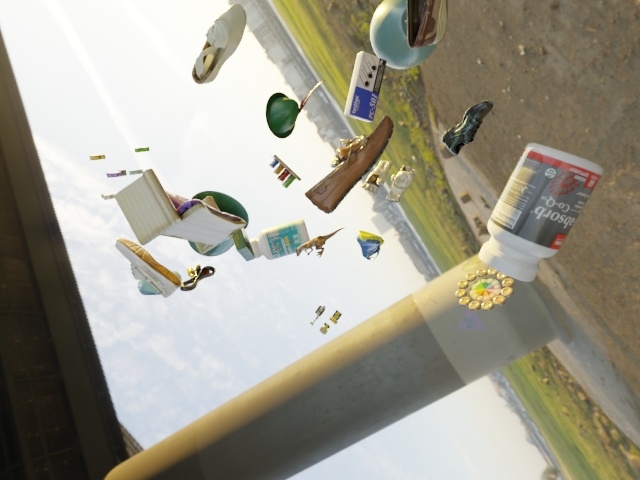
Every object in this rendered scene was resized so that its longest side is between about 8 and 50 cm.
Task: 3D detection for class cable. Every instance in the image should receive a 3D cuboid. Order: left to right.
[{"bbox_3d":[-0.570,0.183,1.901,0.139,0.072,0.287,9,-159,-10],"label":"cable"}]

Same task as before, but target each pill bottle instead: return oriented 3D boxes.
[{"bbox_3d":[-0.183,0.003,1.862,0.146,0.263,0.147,163,90,-88],"label":"pill bottle"},{"bbox_3d":[0.622,-0.079,1.186,0.210,0.363,0.210,17,-161,-6],"label":"pill bottle"}]

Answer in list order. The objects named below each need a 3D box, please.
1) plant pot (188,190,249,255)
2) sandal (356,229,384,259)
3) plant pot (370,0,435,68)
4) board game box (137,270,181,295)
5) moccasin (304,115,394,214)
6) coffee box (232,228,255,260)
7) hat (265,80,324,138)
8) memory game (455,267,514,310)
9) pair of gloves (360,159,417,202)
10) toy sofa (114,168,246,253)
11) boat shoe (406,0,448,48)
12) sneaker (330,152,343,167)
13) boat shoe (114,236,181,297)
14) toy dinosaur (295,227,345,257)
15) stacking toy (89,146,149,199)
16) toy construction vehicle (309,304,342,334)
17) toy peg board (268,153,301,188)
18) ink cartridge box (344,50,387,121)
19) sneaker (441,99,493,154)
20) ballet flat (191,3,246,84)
[{"bbox_3d":[-0.528,-0.060,2.006,0.292,0.235,0.293,20,-139,-18],"label":"plant pot"},{"bbox_3d":[0.261,0.030,2.163,0.126,0.138,0.317,21,179,24],"label":"sandal"},{"bbox_3d":[0.355,-0.841,1.603,0.290,0.290,0.195,54,-173,-16],"label":"plant pot"},{"bbox_3d":[-0.650,0.183,1.658,0.133,0.168,0.033,-100,12,-49],"label":"board game box"},{"bbox_3d":[0.097,-0.267,1.363,0.147,0.380,0.139,42,-170,0],"label":"moccasin"},{"bbox_3d":[-0.285,0.003,1.479,0.184,0.040,0.113,91,159,-76],"label":"coffee box"},{"bbox_3d":[-0.095,-0.510,1.600,0.172,0.183,0.209,-20,-68,-47],"label":"hat"},{"bbox_3d":[0.527,0.155,1.313,0.012,0.186,0.186,57,-170,-29],"label":"memory game"},{"bbox_3d":[0.332,-0.295,1.971,0.240,0.204,0.042,28,166,39],"label":"pair of gloves"},{"bbox_3d":[-0.358,-0.079,1.114,0.150,0.177,0.362,58,-175,9],"label":"toy sofa"},{"bbox_3d":[0.283,-0.721,1.143,0.123,0.123,0.342,51,158,45],"label":"boat shoe"},{"bbox_3d":[0.088,-0.400,1.998,0.066,0.078,0.188,13,-149,1],"label":"sneaker"},{"bbox_3d":[-0.639,0.104,1.469,0.277,0.096,0.098,43,-175,-9],"label":"boat shoe"},{"bbox_3d":[0.000,0.000,1.489,0.112,0.211,0.064,-111,-3,-58],"label":"toy dinosaur"},{"bbox_3d":[-0.743,-0.259,1.553,0.052,0.221,0.167,20,121,43],"label":"stacking toy"},{"bbox_3d":[0.020,0.275,1.438,0.085,0.098,0.035,33,179,17],"label":"toy construction vehicle"},{"bbox_3d":[-0.180,-0.307,1.844,0.160,0.079,0.161,42,180,-17],"label":"toy peg board"},{"bbox_3d":[0.153,-0.521,1.392,0.097,0.207,0.046,9,-172,-25],"label":"ink cartridge box"},{"bbox_3d":[0.641,-0.479,1.740,0.101,0.267,0.106,-2,-119,-32],"label":"sneaker"},{"bbox_3d":[-0.279,-0.513,1.086,0.086,0.248,0.086,21,-131,-27],"label":"ballet flat"}]
